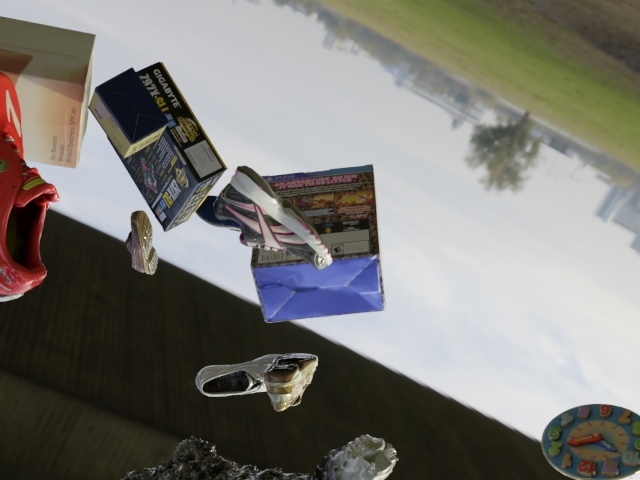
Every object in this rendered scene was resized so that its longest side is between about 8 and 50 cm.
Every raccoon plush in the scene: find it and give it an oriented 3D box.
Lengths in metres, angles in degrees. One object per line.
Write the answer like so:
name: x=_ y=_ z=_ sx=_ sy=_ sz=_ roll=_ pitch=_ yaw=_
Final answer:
raccoon plush: x=-0.093 y=0.341 z=1.293 sx=0.299 sy=0.446 sz=0.216 roll=47 pitch=-158 yaw=22

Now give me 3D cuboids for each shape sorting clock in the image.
shape sorting clock: x=0.516 y=0.371 z=1.637 sx=0.206 sy=0.206 sz=0.040 roll=49 pitch=160 yaw=57

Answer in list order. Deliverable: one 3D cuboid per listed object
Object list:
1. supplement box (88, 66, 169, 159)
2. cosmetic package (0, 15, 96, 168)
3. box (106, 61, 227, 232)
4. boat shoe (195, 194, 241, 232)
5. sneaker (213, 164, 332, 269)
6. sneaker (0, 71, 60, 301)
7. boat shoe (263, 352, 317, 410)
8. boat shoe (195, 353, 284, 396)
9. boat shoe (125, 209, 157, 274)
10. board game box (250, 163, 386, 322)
supplement box: x=-0.243 y=-0.159 z=1.111 sx=0.083 sy=0.056 sz=0.083 roll=57 pitch=158 yaw=-4
cosmetic package: x=-0.460 y=-0.210 z=1.173 sx=0.296 sy=0.153 sz=0.129 roll=8 pitch=-137 yaw=-12
box: x=-0.327 y=-0.184 z=1.827 sx=0.257 sy=0.079 sz=0.322 roll=56 pitch=153 yaw=3
boat shoe: x=-0.191 y=-0.047 z=1.942 sx=0.183 sy=0.066 sz=0.066 roll=20 pitch=174 yaw=18
sneaker: x=-0.064 y=-0.016 z=1.114 sx=0.178 sy=0.077 sz=0.072 roll=42 pitch=-169 yaw=-25
sneaker: x=-0.363 y=-0.069 z=1.041 sx=0.118 sy=0.278 sz=0.107 roll=-8 pitch=173 yaw=22
boat shoe: x=-0.049 y=0.225 z=1.388 sx=0.068 sy=0.072 sz=0.190 roll=-2 pitch=-177 yaw=16
boat shoe: x=-0.125 y=0.240 z=1.539 sx=0.184 sy=0.066 sz=0.063 roll=0 pitch=-170 yaw=-11
boat shoe: x=-0.415 y=0.006 z=1.999 sx=0.060 sy=0.178 sz=0.064 roll=6 pitch=-138 yaw=8
board game box: x=0.000 y=0.000 z=1.695 sx=0.232 sy=0.141 sz=0.291 roll=-6 pitch=-142 yaw=6
